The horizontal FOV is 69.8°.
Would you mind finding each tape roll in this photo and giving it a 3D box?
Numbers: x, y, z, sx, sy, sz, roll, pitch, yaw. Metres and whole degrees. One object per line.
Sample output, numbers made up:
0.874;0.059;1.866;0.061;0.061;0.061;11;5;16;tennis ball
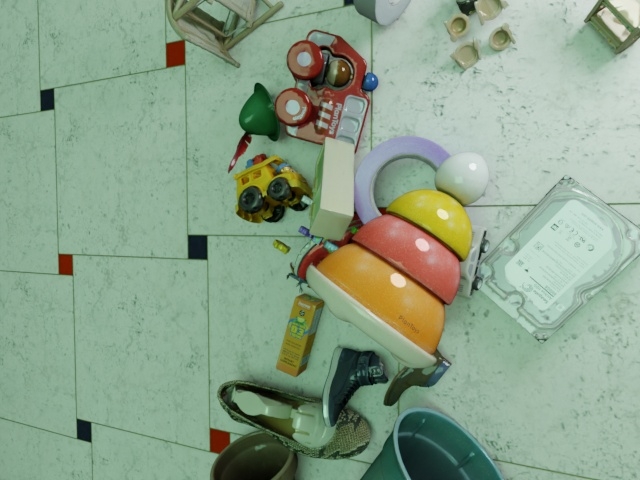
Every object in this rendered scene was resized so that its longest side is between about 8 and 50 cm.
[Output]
0.176;-0.663;1.151;0.072;0.219;0.219;37;106;17;tape roll
0.225;-0.127;1.192;0.274;0.090;0.275;1;95;11;tape roll

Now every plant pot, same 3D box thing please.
0.232;0.661;1.142;0.341;0.341;0.334;42;116;17;plant pot
-0.170;0.745;1.372;0.262;0.263;0.229;-11;105;24;plant pot

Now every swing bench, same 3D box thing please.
-0.291;-0.683;1.342;0.255;0.253;0.165;-47;74;18;swing bench

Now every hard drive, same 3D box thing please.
0.557;0.046;1.097;0.237;0.064;0.339;45;109;16;hard drive

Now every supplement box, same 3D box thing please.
-0.061;0.282;1.376;0.078;0.080;0.234;18;97;20;supplement box

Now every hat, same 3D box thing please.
-0.231;-0.342;1.327;0.208;0.183;0.173;51;156;43;hat

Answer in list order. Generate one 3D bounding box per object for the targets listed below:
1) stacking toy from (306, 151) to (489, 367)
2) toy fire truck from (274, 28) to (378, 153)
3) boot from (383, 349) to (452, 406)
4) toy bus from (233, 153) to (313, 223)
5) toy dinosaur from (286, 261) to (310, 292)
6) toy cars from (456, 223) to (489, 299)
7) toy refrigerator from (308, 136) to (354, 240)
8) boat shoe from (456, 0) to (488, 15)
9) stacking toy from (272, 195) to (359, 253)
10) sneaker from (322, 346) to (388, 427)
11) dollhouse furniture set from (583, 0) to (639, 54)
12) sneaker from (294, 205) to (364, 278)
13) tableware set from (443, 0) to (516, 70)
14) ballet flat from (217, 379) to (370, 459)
0.229;0.010;1.042;0.350;0.350;0.480;37;88;18;stacking toy
0.021;-0.409;1.282;0.253;0.169;0.302;16;100;-2;toy fire truck
0.258;0.380;1.234;0.106;0.082;0.219;32;103;22;boot
-0.147;-0.178;1.372;0.220;0.149;0.212;-20;68;21;toy bus
-0.061;0.115;1.390;0.082;0.047;0.090;8;85;5;toy dinosaur
0.277;0.112;1.177;0.393;0.087;0.177;-45;63;30;toy cars
0.028;-0.140;1.199;0.094;0.270;0.102;13;140;-11;toy refrigerator
0.440;-0.643;1.119;0.227;0.068;0.081;-28;46;21;boat shoe
0.000;0.000;1.249;0.221;0.052;0.167;32;98;7;stacking toy
0.098;0.404;1.259;0.163;0.086;0.226;2;55;21;sneaker
0.680;-0.542;1.020;0.160;0.101;0.182;-33;77;-3;dollhouse furniture set
0.034;0.024;1.310;0.118;0.107;0.279;46;109;10;sneaker
0.393;-0.519;1.139;0.168;0.020;0.141;-26;111;21;tableware set
-0.101;0.513;1.336;0.482;0.182;0.164;9;65;24;ballet flat
